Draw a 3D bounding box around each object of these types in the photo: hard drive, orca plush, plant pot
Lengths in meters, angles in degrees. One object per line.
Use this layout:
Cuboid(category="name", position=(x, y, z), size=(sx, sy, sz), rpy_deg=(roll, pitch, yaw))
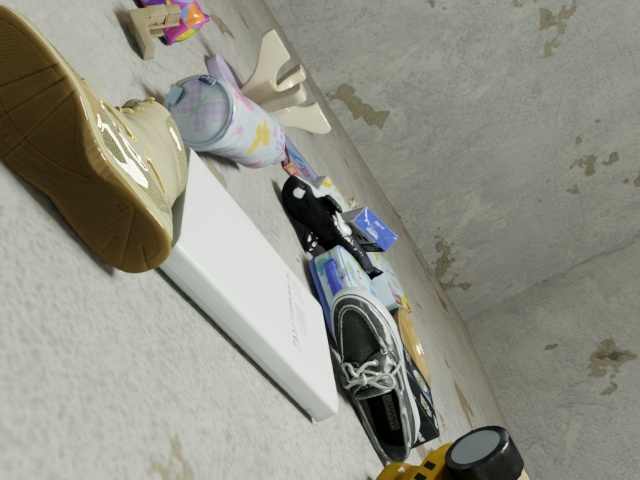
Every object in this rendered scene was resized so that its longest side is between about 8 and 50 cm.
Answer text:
Cuboid(category="hard drive", position=(-0.093, 0.063, 0.857), size=(0.353, 0.047, 0.233), rpy_deg=(53, 15, -34))
Cuboid(category="orca plush", position=(0.000, 0.000, 1.328), size=(0.151, 0.102, 0.287), rpy_deg=(1, -51, 57))
Cuboid(category="plant pot", position=(0.233, 0.289, 1.619), size=(0.236, 0.032, 0.236), rpy_deg=(-20, 90, -75))

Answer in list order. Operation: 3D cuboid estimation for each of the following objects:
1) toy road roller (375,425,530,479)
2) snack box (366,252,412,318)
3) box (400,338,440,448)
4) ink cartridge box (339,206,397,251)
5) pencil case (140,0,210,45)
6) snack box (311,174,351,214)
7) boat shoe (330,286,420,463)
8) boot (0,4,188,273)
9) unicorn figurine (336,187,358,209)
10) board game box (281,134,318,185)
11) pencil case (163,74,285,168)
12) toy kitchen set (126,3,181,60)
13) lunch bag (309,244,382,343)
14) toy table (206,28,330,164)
Cuboid(category="toy road roller", position=(0.152, 0.415, 0.826), size=(0.329, 0.240, 0.203), rpy_deg=(-35, 98, -40))
Cuboid(category="snack box", position=(0.170, 0.120, 1.714), size=(0.175, 0.070, 0.207), rpy_deg=(67, 13, 22))
Cuboid(category="box", position=(0.169, 0.309, 1.277), size=(0.147, 0.077, 0.180), rpy_deg=(58, 13, -15))
Cuboid(category="ink cartridge box", position=(0.091, -0.020, 1.389), size=(0.097, 0.046, 0.207), rpy_deg=(43, -10, -8))
Cuboid(category="pencil case", position=(-0.297, -0.472, 1.109), size=(0.236, 0.104, 0.104), rpy_deg=(59, 13, -16))
Cuboid(category="snack box", position=(0.019, -0.073, 1.508), size=(0.141, 0.037, 0.100), rpy_deg=(53, 50, -33))
Cuboid(category="boat shoe", position=(0.087, 0.232, 1.060), size=(0.105, 0.113, 0.306), rpy_deg=(-40, 117, -71))
Cuboid(category="boot", position=(-0.224, -0.118, 0.622), size=(0.262, 0.095, 0.203), rpy_deg=(57, 14, -26))
Cuboid(category="unicorn figurine", position=(0.048, -0.067, 1.611), size=(0.162, 0.111, 0.060), rpy_deg=(32, 17, -28))
Cuboid(category="board game box", position=(-0.029, -0.155, 1.631), size=(0.281, 0.027, 0.145), rpy_deg=(49, 16, -44))
Cuboid(category="pencil case", position=(-0.151, -0.189, 1.031), size=(0.124, 0.114, 0.273), rpy_deg=(19, 4, 15))
Cuboid(category="toy kitchen set", position=(-0.263, -0.329, 1.011), size=(0.075, 0.083, 0.068), rpy_deg=(64, -29, 11))
Cuboid(category="lunch bag", position=(0.061, 0.127, 1.221), size=(0.176, 0.090, 0.219), rpy_deg=(46, 19, -53))
Cuboid(category="toy table", position=(-0.107, -0.320, 1.382), size=(0.274, 0.160, 0.252), rpy_deg=(53, 15, -35))
